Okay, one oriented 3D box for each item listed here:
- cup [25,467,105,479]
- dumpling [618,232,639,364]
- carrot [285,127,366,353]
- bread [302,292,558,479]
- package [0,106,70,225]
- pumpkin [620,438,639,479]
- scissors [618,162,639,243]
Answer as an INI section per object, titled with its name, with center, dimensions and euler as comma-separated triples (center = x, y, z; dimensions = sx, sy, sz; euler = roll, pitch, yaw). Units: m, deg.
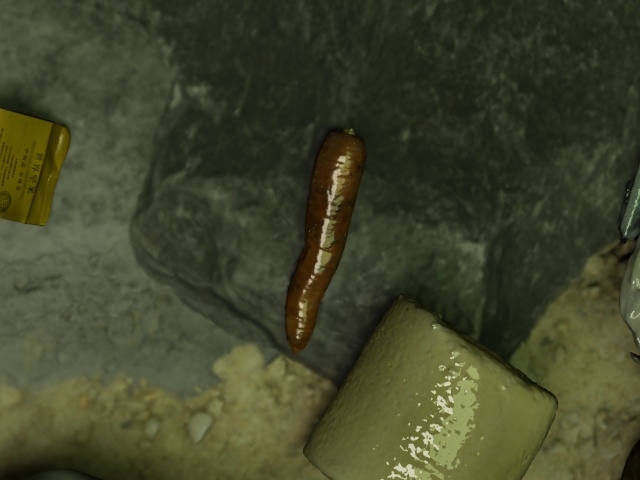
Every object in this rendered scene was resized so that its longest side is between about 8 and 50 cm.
[cup]
center = -0.088, 0.328, 1.043
dimensions = 0.327, 0.323, 0.237
euler = 25, 125, -30
[dumpling]
center = 0.374, 0.033, 1.284
dimensions = 0.293, 0.163, 0.205
euler = 3, 109, -18
[carrot]
center = 0.002, 0.000, 1.169
dimensions = 0.035, 0.035, 0.165
euler = 8, 100, -27
[bread]
center = 0.081, 0.133, 1.180
dimensions = 0.148, 0.134, 0.141
euler = 34, 85, -41
[package]
center = -0.218, -0.054, 1.042
dimensions = 0.131, 0.047, 0.071
euler = 18, 90, -26
[pumpkin]
center = 0.353, 0.303, 1.290
dimensions = 0.325, 0.242, 0.232
euler = 30, 78, -24
[scissors]
center = 0.293, -0.168, 1.281
dimensions = 0.191, 0.029, 0.360
euler = 17, 97, -22
